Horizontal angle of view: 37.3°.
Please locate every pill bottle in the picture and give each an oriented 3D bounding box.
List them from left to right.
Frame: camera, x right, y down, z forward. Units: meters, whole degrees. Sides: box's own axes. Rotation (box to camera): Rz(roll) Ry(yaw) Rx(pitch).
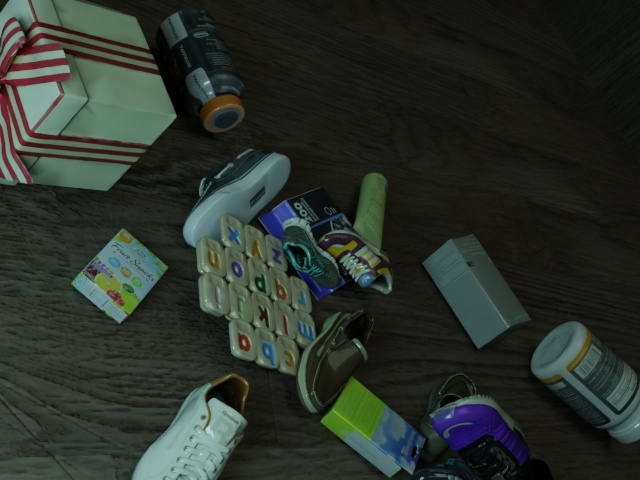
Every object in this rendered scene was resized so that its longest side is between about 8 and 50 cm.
[{"bbox_3d":[-0.234,-0.336,1.910,0.131,0.130,0.245,3,53,-46],"label":"pill bottle"},{"bbox_3d":[0.628,0.326,2.160,0.278,0.162,0.162,41,34,-10],"label":"pill bottle"}]

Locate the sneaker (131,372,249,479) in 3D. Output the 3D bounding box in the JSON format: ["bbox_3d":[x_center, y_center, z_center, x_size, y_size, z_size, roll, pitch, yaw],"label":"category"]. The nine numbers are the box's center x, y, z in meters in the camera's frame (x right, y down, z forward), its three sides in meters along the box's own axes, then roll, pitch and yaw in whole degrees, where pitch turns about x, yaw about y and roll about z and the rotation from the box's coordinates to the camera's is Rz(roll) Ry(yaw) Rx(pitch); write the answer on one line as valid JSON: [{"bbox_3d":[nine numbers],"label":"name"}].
[{"bbox_3d":[-0.177,0.294,1.343,0.106,0.123,0.290,39,36,-16],"label":"sneaker"}]

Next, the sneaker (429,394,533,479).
[{"bbox_3d":[0.302,0.375,1.667,0.293,0.102,0.146,35,33,-45],"label":"sneaker"}]

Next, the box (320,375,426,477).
[{"bbox_3d":[0.095,0.331,1.663,0.178,0.042,0.109,40,34,-3],"label":"box"}]

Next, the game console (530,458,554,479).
[{"bbox_3d":[0.420,0.578,1.776,0.213,0.044,0.361,14,47,-43],"label":"game console"}]

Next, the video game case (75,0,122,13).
[{"bbox_3d":[-0.452,-0.398,1.830,0.201,0.023,0.183,9,49,-44],"label":"video game case"}]

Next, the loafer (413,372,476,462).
[{"bbox_3d":[0.254,0.329,1.810,0.094,0.087,0.251,46,34,-2],"label":"loafer"}]

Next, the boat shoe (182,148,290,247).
[{"bbox_3d":[-0.175,-0.087,1.758,0.102,0.108,0.301,21,43,23],"label":"boat shoe"}]

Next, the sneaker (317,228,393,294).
[{"bbox_3d":[0.074,0.044,1.844,0.186,0.069,0.083,23,39,-34],"label":"sneaker"}]

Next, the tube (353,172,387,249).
[{"bbox_3d":[0.108,-0.063,2.058,0.070,0.062,0.240,12,35,-2],"label":"tube"}]

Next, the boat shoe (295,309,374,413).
[{"bbox_3d":[0.034,0.200,1.672,0.095,0.095,0.257,59,29,-22],"label":"boat shoe"}]

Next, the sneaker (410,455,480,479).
[{"bbox_3d":[0.223,0.428,1.701,0.224,0.083,0.098,28,24,-41],"label":"sneaker"}]

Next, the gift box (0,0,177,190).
[{"bbox_3d":[-0.405,-0.225,1.502,0.258,0.255,0.276,5,49,-48],"label":"gift box"}]

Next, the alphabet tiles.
[{"bbox_3d":[-0.109,0.096,1.652,0.284,0.021,0.277,28,43,-46],"label":"alphabet tiles"}]

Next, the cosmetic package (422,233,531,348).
[{"bbox_3d":[0.349,0.114,2.122,0.127,0.107,0.238,-10,60,-55],"label":"cosmetic package"}]

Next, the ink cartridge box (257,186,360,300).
[{"bbox_3d":[0.000,0.000,1.904,0.206,0.045,0.208,53,35,7],"label":"ink cartridge box"}]

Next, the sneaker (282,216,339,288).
[{"bbox_3d":[-0.024,0.039,1.770,0.166,0.065,0.076,52,30,-25],"label":"sneaker"}]

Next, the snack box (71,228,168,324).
[{"bbox_3d":[-0.316,0.055,1.506,0.100,0.037,0.141,43,34,-8],"label":"snack box"}]
